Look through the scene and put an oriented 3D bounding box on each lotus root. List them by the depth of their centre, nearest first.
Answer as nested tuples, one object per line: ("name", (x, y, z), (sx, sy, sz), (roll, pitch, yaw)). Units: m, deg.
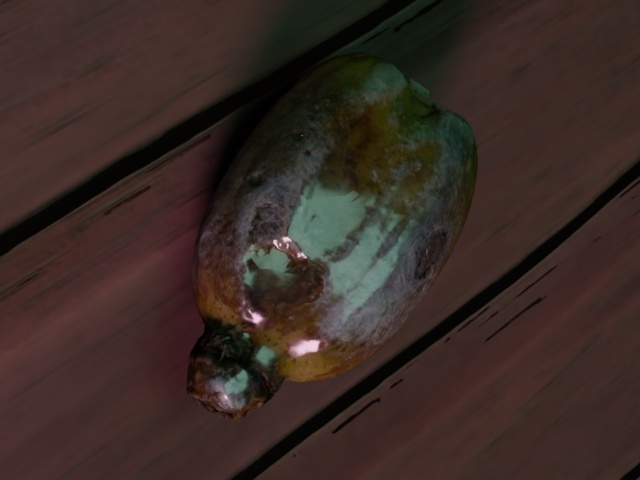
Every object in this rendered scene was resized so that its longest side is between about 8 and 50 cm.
("lotus root", (0.000, 0.000, 0.701), (0.113, 0.088, 0.192), (39, 71, -17))
